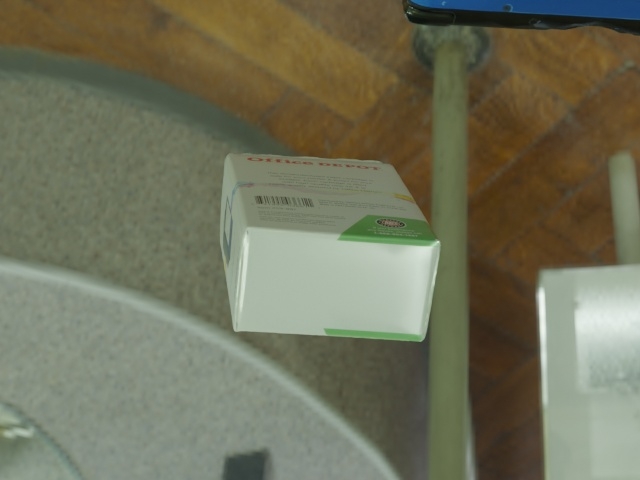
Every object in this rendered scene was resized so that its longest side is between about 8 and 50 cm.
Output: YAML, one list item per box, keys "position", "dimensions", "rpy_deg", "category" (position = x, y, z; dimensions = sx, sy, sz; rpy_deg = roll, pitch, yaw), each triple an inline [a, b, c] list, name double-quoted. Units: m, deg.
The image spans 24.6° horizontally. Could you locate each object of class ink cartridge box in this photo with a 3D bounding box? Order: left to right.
- position: [0.000, 0.000, 1.214]
  dimensions: [0.154, 0.212, 0.093]
  rpy_deg: [3, 110, -9]
  category: "ink cartridge box"

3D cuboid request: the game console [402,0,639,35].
- position: [0.207, -0.249, 1.126]
  dimensions: [0.293, 0.173, 0.250]
  rpy_deg: [2, 143, -7]
  category: "game console"
